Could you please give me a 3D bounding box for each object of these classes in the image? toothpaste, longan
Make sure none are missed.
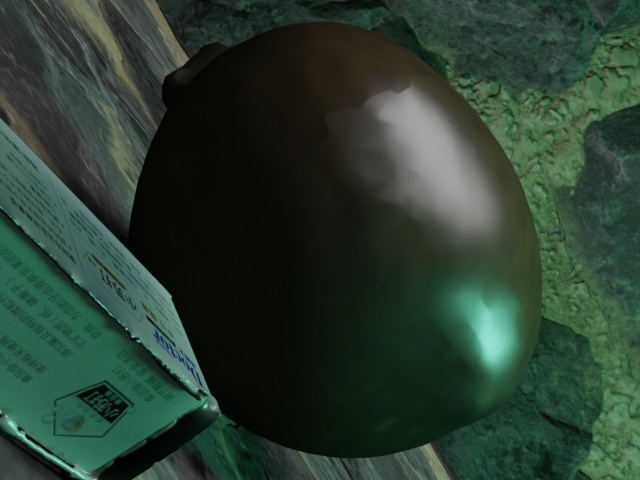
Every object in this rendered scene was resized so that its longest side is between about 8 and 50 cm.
[{"bbox_3d":[-0.138,-0.022,0.386,0.313,0.071,0.089,53,4,-47],"label":"toothpaste"},{"bbox_3d":[0.000,0.000,0.735,0.300,0.243,0.300,44,-22,23],"label":"longan"}]
